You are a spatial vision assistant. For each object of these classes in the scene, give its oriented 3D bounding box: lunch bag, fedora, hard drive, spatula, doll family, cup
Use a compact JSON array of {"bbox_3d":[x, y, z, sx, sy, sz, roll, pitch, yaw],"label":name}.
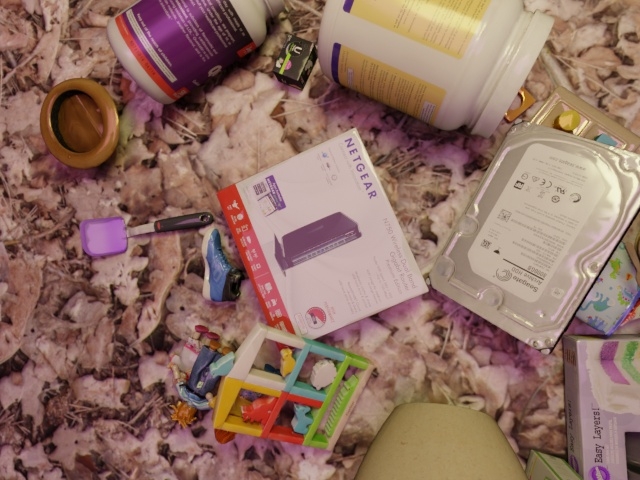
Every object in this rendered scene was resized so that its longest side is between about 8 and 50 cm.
[{"bbox_3d":[0.478,0.064,0.733,0.128,0.096,0.151,33,102,9],"label":"lunch bag"},{"bbox_3d":[-0.506,-0.249,0.911,0.194,0.079,0.195,0,92,6],"label":"fedora"},{"bbox_3d":[0.361,-0.014,0.714,0.236,0.064,0.339,33,101,34],"label":"hard drive"},{"bbox_3d":[-0.372,-0.024,0.902,0.296,0.030,0.084,-9,86,8],"label":"spatula"},{"bbox_3d":[-0.205,0.292,0.813,0.262,0.118,0.163,27,91,9],"label":"doll family"},{"bbox_3d":[0.194,0.402,0.673,0.330,0.331,0.237,4,59,9],"label":"cup"}]

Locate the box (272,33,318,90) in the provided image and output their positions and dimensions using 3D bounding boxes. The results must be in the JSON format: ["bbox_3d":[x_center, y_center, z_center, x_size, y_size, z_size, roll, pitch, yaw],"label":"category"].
[{"bbox_3d":[-0.051,-0.365,0.861,0.062,0.052,0.083,24,89,10],"label":"box"}]

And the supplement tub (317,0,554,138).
[{"bbox_3d":[0.187,-0.340,0.728,0.331,0.241,0.241,28,91,9],"label":"supplement tub"}]

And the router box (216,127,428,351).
[{"bbox_3d":[0.000,0.000,0.817,0.300,0.082,0.336,-24,83,7],"label":"router box"}]

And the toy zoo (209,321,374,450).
[{"bbox_3d":[-0.062,0.264,0.752,0.293,0.030,0.193,24,94,-25],"label":"toy zoo"}]

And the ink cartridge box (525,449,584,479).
[{"bbox_3d":[0.390,0.437,0.666,0.062,0.209,0.109,15,89,7],"label":"ink cartridge box"}]

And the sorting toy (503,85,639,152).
[{"bbox_3d":[0.459,-0.168,0.773,0.347,0.047,0.196,39,93,9],"label":"sorting toy"}]

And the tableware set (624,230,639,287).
[{"bbox_3d":[0.559,0.050,0.673,0.128,0.039,0.194,-29,102,2],"label":"tableware set"}]

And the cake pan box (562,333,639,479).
[{"bbox_3d":[0.562,0.296,0.722,0.245,0.070,0.267,-1,88,11],"label":"cake pan box"}]

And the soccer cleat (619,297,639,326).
[{"bbox_3d":[0.569,0.128,0.749,0.083,0.029,0.035,-44,77,-1],"label":"soccer cleat"}]

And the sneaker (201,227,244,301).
[{"bbox_3d":[-0.193,0.051,0.854,0.084,0.058,0.152,3,91,15],"label":"sneaker"}]

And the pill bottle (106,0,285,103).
[{"bbox_3d":[-0.236,-0.426,0.828,0.322,0.181,0.182,-30,83,6],"label":"pill bottle"}]
